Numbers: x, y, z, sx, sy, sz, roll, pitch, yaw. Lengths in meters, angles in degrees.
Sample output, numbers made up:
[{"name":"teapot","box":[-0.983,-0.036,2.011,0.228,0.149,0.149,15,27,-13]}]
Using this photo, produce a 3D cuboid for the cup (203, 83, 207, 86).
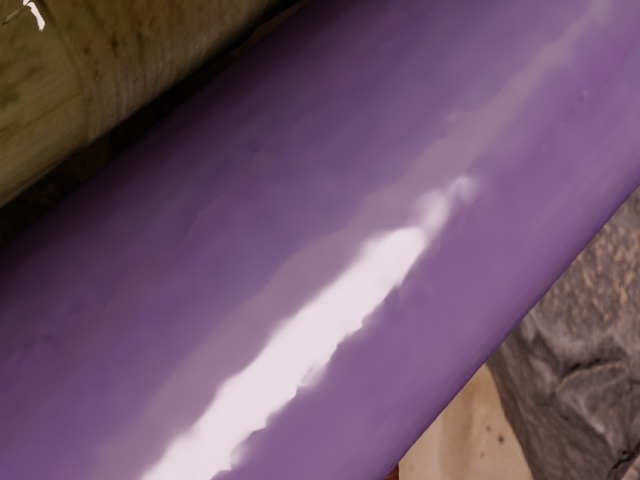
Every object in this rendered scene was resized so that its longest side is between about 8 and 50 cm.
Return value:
[{"name":"cup","box":[-0.018,-0.065,0.773,0.104,0.074,0.116,42,58,13]}]

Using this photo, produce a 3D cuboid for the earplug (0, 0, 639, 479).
[{"name":"earplug","box":[0.000,0.000,0.624,0.456,0.215,0.215,-44,106,-11]}]

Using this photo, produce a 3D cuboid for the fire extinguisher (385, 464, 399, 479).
[{"name":"fire extinguisher","box":[0.012,0.226,0.730,0.104,0.104,0.269,-3,84,-30]}]

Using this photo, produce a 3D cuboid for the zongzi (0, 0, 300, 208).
[{"name":"zongzi","box":[-0.155,-0.299,0.646,0.500,0.218,0.467,-38,96,-31]}]
